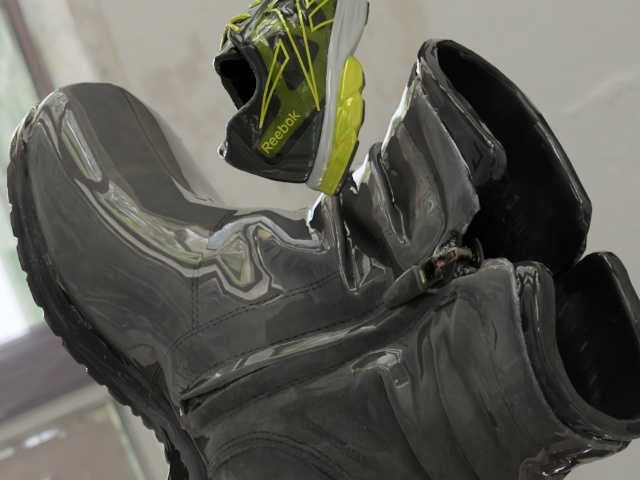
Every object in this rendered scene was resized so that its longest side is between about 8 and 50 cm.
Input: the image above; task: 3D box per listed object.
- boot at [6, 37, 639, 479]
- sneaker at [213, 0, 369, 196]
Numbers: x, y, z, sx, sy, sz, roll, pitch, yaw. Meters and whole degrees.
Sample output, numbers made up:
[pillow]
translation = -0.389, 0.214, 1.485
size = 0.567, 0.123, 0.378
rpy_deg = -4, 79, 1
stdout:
[boot]
translation = 0.000, 0.000, 0.698
size = 0.223, 0.118, 0.338
rpy_deg = -54, -129, 30
[sneaker]
translation = -0.008, -0.052, 0.419
size = 0.031, 0.035, 0.083
rpy_deg = 120, -27, -60
